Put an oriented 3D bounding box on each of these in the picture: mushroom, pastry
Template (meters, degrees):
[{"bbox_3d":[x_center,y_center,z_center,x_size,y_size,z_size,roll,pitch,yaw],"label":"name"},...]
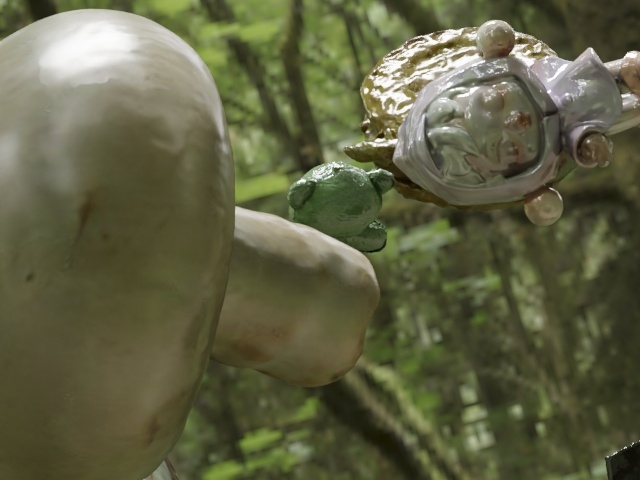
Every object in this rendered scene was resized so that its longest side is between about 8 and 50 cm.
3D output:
[{"bbox_3d":[-0.081,0.014,0.783,0.209,0.206,0.206,22,-16,2],"label":"mushroom"},{"bbox_3d":[0.163,-0.117,1.963,0.240,0.235,0.132,0,-50,15],"label":"pastry"}]

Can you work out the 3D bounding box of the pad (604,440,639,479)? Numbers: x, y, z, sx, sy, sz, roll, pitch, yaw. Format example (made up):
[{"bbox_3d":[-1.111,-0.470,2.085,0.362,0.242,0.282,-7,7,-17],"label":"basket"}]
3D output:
[{"bbox_3d":[0.350,0.185,1.260,0.368,0.247,0.007,-21,22,-27],"label":"pad"}]

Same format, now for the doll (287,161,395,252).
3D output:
[{"bbox_3d":[0.000,0.000,1.506,0.115,0.077,0.150,-11,-53,-32],"label":"doll"}]

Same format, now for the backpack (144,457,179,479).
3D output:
[{"bbox_3d":[-0.180,0.226,1.293,0.197,0.283,0.317,-17,-34,2],"label":"backpack"}]

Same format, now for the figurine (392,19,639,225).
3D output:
[{"bbox_3d":[0.203,-0.115,1.758,0.276,0.200,0.133,-15,1,-1],"label":"figurine"}]
